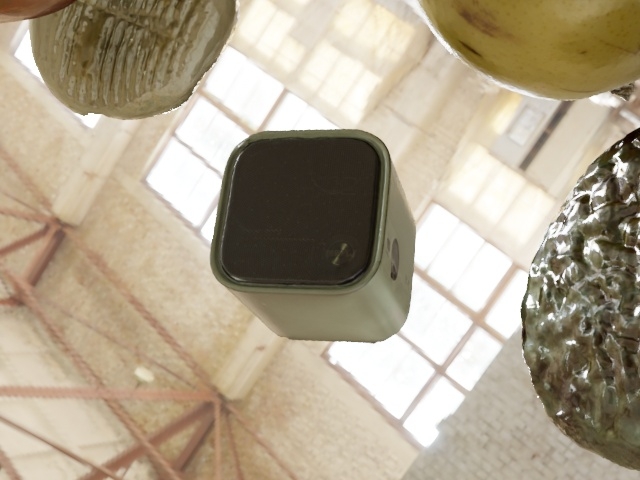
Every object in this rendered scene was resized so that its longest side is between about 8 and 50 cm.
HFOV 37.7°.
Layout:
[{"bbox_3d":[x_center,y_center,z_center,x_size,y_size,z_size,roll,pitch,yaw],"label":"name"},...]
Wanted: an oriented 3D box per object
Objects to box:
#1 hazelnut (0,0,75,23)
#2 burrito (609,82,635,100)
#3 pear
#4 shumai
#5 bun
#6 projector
[{"bbox_3d":[-0.236,-0.260,0.665,0.176,0.214,0.214,5,179,25],"label":"hazelnut"},{"bbox_3d":[0.410,-0.288,1.406,0.188,0.045,0.058,57,178,2],"label":"burrito"},{"bbox_3d":[0.263,-0.323,1.014,0.348,0.348,0.348,32,-168,-8],"label":"pear"},{"bbox_3d":[0.441,0.068,0.920,0.348,0.395,0.395,20,-162,-35],"label":"shumai"},{"bbox_3d":[-0.166,-0.200,0.850,0.178,0.193,0.128,23,-169,3],"label":"bun"},{"bbox_3d":[0.000,0.000,1.402,0.248,0.248,0.249,1,158,15],"label":"projector"}]
